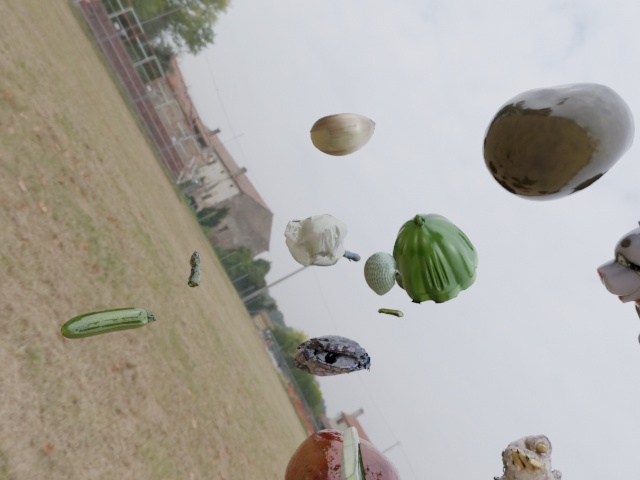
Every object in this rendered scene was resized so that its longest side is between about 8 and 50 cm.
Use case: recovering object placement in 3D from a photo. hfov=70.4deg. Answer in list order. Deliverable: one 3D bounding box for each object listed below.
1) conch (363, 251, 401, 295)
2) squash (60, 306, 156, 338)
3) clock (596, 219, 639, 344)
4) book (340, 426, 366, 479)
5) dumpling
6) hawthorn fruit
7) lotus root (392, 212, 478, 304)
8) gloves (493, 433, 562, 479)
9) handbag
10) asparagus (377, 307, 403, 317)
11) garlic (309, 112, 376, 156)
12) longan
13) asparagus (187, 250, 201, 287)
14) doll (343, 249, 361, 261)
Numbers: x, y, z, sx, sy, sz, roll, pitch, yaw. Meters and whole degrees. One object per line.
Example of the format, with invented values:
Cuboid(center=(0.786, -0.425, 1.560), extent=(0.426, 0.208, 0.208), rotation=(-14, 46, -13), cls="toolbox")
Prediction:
Cuboid(center=(0.105, 0.057, 0.815), extent=(0.056, 0.076, 0.085), rotation=(25, 3, -7), cls="conch")
Cuboid(center=(-0.579, 0.222, 1.246), extent=(0.069, 0.258, 0.069), rotation=(1, -88, 40), cls="squash")
Cuboid(center=(0.625, 0.082, 0.821), extent=(0.254, 0.188, 0.189), rotation=(59, -11, -1), cls="clock")
Cuboid(center=(0.072, 0.496, 0.697), extent=(0.239, 0.035, 0.353), rotation=(65, 16, -81), cls="book")
Cuboid(center=(0.000, 0.000, 1.096), extent=(0.108, 0.187, 0.127), rotation=(-26, -105, 50), cls="dumpling")
Cuboid(center=(0.048, 0.599, 1.129), extent=(0.287, 0.287, 0.330), rotation=(65, -8, -16), cls="hawthorn fruit")
Cuboid(center=(0.218, 0.010, 0.923), extent=(0.186, 0.186, 0.186), rotation=(58, -11, 19), cls="lotus root")
Cuboid(center=(0.402, 0.429, 0.874), extent=(0.144, 0.110, 0.094), rotation=(0, 65, -53), cls="gloves")
Cuboid(center=(0.033, 0.362, 1.429), extent=(0.208, 0.228, 0.127), rotation=(134, -37, -61), cls="handbag")
Cuboid(center=(0.258, 0.269, 1.695), extent=(0.108, 0.025, 0.021), rotation=(5, -44, 34), cls="asparagus")
Cuboid(center=(0.073, -0.312, 1.346), extent=(0.128, 0.206, 0.115), rotation=(84, -1, -76), cls="garlic")
Cuboid(center=(0.323, -0.136, 0.630), extent=(0.187, 0.167, 0.168), rotation=(-27, -89, 45), cls="longan")
Cuboid(center=(-0.365, 0.080, 1.318), extent=(0.165, 0.036, 0.030), rotation=(-112, -179, -55), cls="asparagus")
Cuboid(center=(0.078, 0.045, 1.526), extent=(0.037, 0.125, 0.027), rotation=(-93, -157, -59), cls="doll")
